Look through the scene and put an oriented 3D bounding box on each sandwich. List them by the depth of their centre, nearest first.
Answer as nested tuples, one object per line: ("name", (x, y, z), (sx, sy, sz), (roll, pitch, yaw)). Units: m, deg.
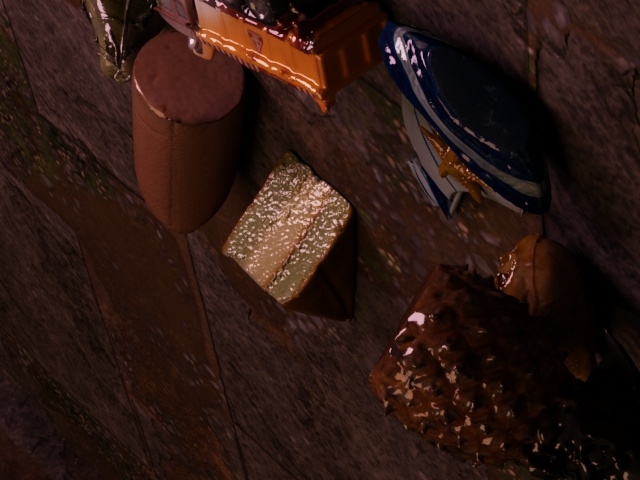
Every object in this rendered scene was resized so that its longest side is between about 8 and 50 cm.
("sandwich", (0.000, 0.000, 2.159), (0.117, 0.144, 0.187), (43, -168, 24))

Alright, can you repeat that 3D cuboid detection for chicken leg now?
("chicken leg", (0.210, 0.085, 1.764), (0.101, 0.085, 0.207), (-8, 130, 27))

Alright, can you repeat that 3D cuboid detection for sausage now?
("sausage", (-0.148, -0.116, 2.134), (0.123, 0.123, 0.253), (46, 157, 17))

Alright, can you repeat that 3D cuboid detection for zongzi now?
("zongzi", (-0.239, -0.233, 2.111), (0.119, 0.109, 0.055), (26, 151, -3))

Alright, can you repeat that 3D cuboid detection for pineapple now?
("pineapple", (0.224, 0.157, 1.642), (0.364, 0.165, 0.165), (27, 156, 1))

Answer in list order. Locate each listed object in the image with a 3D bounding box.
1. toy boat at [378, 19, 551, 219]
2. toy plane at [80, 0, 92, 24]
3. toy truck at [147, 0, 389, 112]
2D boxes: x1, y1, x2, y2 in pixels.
("toy boat", (0.122, -0.089, 1.746), (0.220, 0.067, 0.291), (50, 170, 9))
("toy plane", (-0.262, -0.294, 2.197), (0.135, 0.062, 0.188), (23, 158, 52))
("toy truck", (-0.055, -0.226, 1.799), (0.270, 0.114, 0.135), (30, 144, 40))
